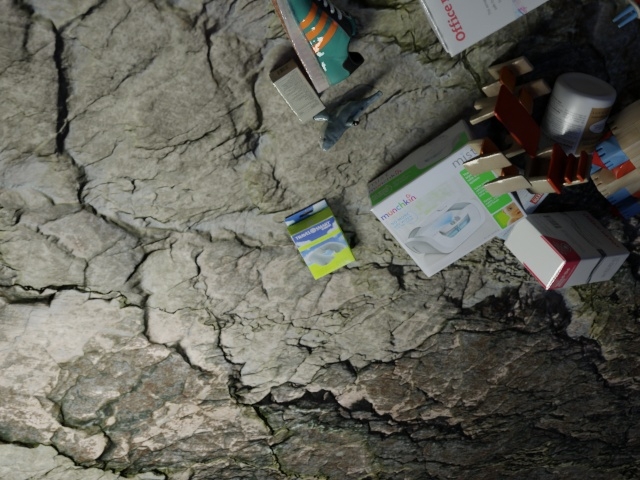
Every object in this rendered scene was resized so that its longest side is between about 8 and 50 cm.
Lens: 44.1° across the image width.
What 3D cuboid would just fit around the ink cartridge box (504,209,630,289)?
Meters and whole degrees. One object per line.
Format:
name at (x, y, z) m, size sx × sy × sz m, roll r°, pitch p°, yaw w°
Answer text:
ink cartridge box at (0.597, 0.018, 1.916) m, size 0.237 × 0.172 × 0.100 m, roll -5°, pitch 133°, yaw -33°

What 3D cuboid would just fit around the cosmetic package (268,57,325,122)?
cosmetic package at (-0.045, -0.294, 1.556) m, size 0.060 × 0.041 × 0.115 m, roll -32°, pitch 131°, yaw 6°

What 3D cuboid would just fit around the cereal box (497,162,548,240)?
cereal box at (0.406, -0.107, 1.862) m, size 0.240 × 0.047 × 0.173 m, roll 21°, pitch 118°, yaw -32°

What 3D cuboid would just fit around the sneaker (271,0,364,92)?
sneaker at (-0.011, -0.411, 1.438) m, size 0.121 × 0.108 × 0.302 m, roll -28°, pitch 139°, yaw 3°

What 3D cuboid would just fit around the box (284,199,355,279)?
box at (0.000, 0.000, 1.809) m, size 0.109 × 0.042 × 0.178 m, roll -27°, pitch 132°, yaw 2°

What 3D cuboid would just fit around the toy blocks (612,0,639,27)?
toy blocks at (0.694, -0.480, 1.660) m, size 0.148 × 0.054 × 0.123 m, roll -36°, pitch 130°, yaw 11°

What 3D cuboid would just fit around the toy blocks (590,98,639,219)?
toy blocks at (0.748, -0.191, 1.850) m, size 0.261 × 0.190 × 0.381 m, roll -32°, pitch 141°, yaw 25°

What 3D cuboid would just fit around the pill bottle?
pill bottle at (0.552, -0.242, 1.749) m, size 0.131 × 0.131 × 0.229 m, roll -3°, pitch 128°, yaw -17°

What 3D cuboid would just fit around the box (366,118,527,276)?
box at (0.273, -0.092, 1.735) m, size 0.262 × 0.126 × 0.231 m, roll -33°, pitch 118°, yaw 17°

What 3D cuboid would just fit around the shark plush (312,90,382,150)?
shark plush at (0.063, -0.245, 1.616) m, size 0.161 × 0.067 × 0.073 m, roll -28°, pitch 131°, yaw 3°

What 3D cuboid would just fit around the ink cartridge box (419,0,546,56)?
ink cartridge box at (0.312, -0.518, 1.431) m, size 0.306 × 0.131 × 0.226 m, roll -27°, pitch 131°, yaw 12°

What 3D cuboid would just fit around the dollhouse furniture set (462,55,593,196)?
dollhouse furniture set at (0.432, -0.210, 1.618) m, size 0.135 × 0.262 × 0.259 m, roll -12°, pitch 139°, yaw 45°
